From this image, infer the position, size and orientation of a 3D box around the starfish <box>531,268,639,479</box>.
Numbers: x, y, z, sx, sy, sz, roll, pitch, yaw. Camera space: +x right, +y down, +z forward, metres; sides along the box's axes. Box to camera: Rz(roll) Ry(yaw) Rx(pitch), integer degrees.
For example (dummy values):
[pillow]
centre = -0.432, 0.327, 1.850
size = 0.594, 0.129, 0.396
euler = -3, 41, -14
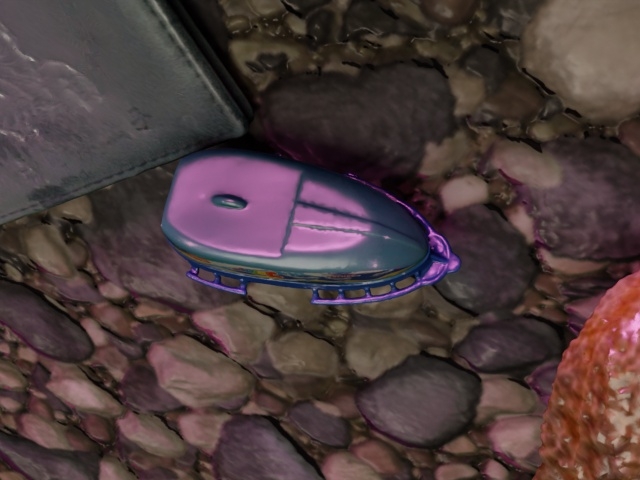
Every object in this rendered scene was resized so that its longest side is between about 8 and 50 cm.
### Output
[starfish]
centre = 0.229, 0.174, 0.859
size = 0.383, 0.132, 0.398
euler = 7, 133, 16

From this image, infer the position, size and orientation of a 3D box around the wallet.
[wallet]
centre = -0.213, -0.123, 0.869
size = 0.290, 0.054, 0.251
euler = -17, 123, 29

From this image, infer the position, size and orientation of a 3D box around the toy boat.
[toy boat]
centre = 0.000, 0.000, 0.860
size = 0.175, 0.091, 0.110
euler = 11, 165, 14
